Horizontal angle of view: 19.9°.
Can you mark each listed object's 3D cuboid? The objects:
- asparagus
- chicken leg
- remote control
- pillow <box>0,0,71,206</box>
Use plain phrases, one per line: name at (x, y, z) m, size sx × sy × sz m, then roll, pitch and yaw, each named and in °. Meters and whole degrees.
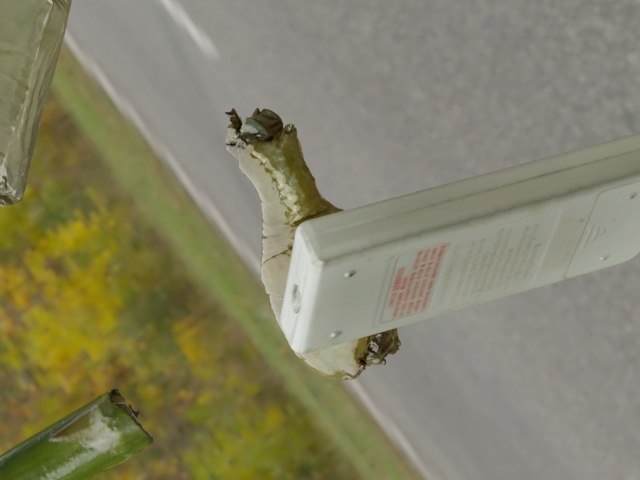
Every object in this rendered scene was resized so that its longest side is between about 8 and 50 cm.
asparagus at (-0.177, 0.141, 1.011) m, size 0.045 × 0.178 × 0.041 m, roll 55°, pitch 175°, yaw 49°
chicken leg at (0.000, 0.000, 1.343) m, size 0.088 × 0.103 × 0.228 m, roll -42°, pitch -62°, yaw -56°
remote control at (0.075, 0.000, 0.841) m, size 0.087 × 0.190 × 0.029 m, roll 100°, pitch 150°, yaw -57°
pillow at (-0.291, -0.139, 1.584) m, size 0.119 × 0.208 × 0.053 m, roll 15°, pitch 172°, yaw -1°
